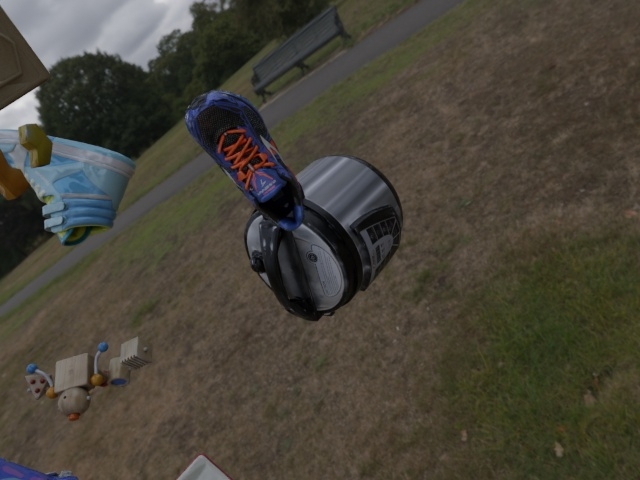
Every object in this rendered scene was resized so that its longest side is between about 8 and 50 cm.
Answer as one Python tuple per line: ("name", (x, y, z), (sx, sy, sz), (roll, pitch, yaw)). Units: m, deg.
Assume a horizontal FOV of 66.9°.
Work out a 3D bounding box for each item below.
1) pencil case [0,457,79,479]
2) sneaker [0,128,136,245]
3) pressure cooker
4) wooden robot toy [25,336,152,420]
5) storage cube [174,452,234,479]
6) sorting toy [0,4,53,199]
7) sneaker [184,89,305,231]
("pencil case", (-0.402, 0.269, 0.507), (0.119, 0.306, 0.133), (-50, 19, 32))
("sneaker", (-0.559, -0.103, 0.990), (0.127, 0.319, 0.208), (72, -151, -83))
("pressure cooker", (-0.004, 0.001, 1.363), (0.420, 0.370, 0.375), (-44, -3, -41))
("wooden robot toy", (-0.290, 0.186, 0.603), (0.173, 0.076, 0.079), (-17, 50, 0))
("storage cube", (-0.173, 0.457, 0.666), (0.183, 0.215, 0.193), (-37, -26, -47))
("sorting toy", (-0.445, -0.220, 0.618), (0.041, 0.307, 0.229), (-9, 38, 24))
("sneaker", (-0.076, -0.091, 0.590), (0.083, 0.221, 0.087), (-38, 46, 6))
